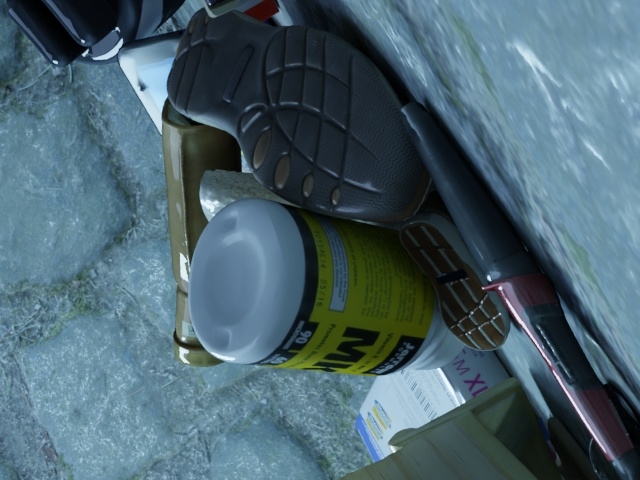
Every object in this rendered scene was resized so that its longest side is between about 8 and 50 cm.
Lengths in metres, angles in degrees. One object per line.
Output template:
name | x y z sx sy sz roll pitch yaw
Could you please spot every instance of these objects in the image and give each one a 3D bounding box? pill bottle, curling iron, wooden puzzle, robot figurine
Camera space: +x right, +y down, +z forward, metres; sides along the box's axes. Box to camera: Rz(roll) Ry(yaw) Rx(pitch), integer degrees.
pill bottle | 0.015 0.042 0.761 0.208 0.119 0.119 11 -146 -41
curling iron | 0.116 0.032 0.592 0.274 0.035 0.068 59 176 15
wooden puzzle | 0.202 0.179 0.778 0.116 0.014 0.079 57 171 36
robot figurine | -0.258 -0.326 1.220 0.209 0.278 0.174 14 132 17

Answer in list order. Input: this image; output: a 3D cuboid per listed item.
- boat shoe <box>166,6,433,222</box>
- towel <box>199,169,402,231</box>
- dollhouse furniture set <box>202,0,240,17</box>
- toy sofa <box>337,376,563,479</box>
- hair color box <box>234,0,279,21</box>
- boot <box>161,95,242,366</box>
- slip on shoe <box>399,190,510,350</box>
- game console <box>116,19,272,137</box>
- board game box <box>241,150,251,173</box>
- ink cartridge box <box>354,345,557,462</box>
boat shoe | -0.004 -0.100 0.782 0.116 0.123 0.324 19 -165 -39
towel | 0.007 0.008 0.937 0.282 0.187 0.049 72 -155 -68
dollhouse furniture set | -0.053 -0.223 0.663 0.114 0.091 0.081 63 161 -6
toy sofa | 0.145 0.241 0.643 0.150 0.177 0.362 63 173 -16
hair color box | -0.103 -0.280 1.029 0.093 0.053 0.167 61 178 -31
boot | -0.106 -0.039 1.034 0.236 0.089 0.270 -90 0 -61
slip on shoe | 0.101 0.023 0.730 0.135 0.051 0.041 53 -140 -26
game console | -0.077 -0.099 1.165 0.250 0.173 0.293 57 176 48
board game box | 0.000 0.000 1.145 0.208 0.056 0.347 12 144 35
ink cartridge box | 0.122 0.202 1.000 0.186 0.065 0.311 60 156 21
